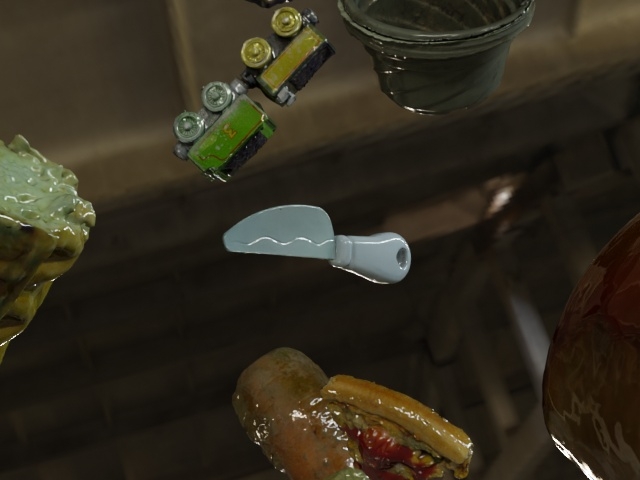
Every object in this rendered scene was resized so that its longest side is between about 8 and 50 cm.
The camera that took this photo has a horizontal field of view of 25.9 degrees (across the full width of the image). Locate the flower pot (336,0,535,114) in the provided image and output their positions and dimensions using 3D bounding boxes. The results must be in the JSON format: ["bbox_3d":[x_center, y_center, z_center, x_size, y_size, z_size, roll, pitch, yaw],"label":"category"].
[{"bbox_3d":[0.138,-0.240,1.641,0.235,0.235,0.140,-14,-49,-11],"label":"flower pot"}]

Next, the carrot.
[{"bbox_3d":[0.004,0.282,1.874,0.139,0.302,0.139,-38,-9,-7],"label":"carrot"}]

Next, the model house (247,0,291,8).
[{"bbox_3d":[-0.099,-0.429,1.979,0.211,0.194,0.170,25,-88,-45],"label":"model house"}]

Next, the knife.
[{"bbox_3d":[0.001,-0.002,1.778,0.044,0.080,0.331,-2,-10,43],"label":"knife"}]

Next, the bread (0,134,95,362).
[{"bbox_3d":[-0.229,0.062,0.773,0.269,0.087,0.098,-52,-15,21],"label":"bread"}]

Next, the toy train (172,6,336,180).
[{"bbox_3d":[-0.065,-0.147,1.410,0.202,0.081,0.060,-47,-15,4],"label":"toy train"}]

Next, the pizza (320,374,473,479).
[{"bbox_3d":[0.077,0.246,1.559,0.062,0.188,0.199,-49,-27,-35],"label":"pizza"}]

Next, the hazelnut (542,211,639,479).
[{"bbox_3d":[0.348,0.096,1.039,0.366,0.365,0.366,-16,-20,-6],"label":"hazelnut"}]

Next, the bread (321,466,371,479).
[{"bbox_3d":[-0.007,0.229,0.924,0.125,0.086,0.156,-37,7,31],"label":"bread"}]
